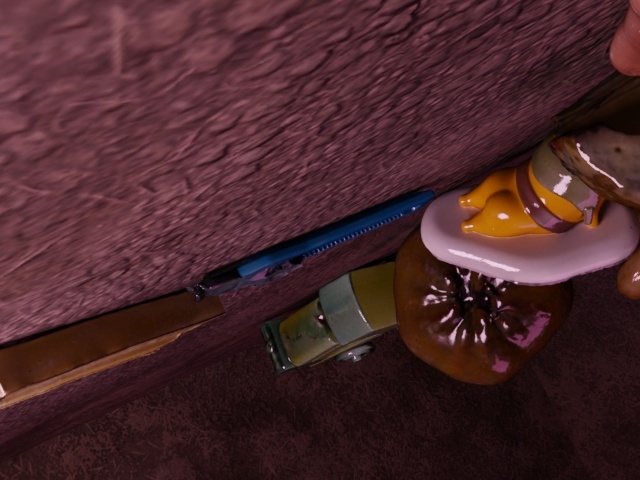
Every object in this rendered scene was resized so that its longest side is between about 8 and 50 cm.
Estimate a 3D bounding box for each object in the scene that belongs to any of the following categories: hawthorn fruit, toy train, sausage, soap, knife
[{"bbox_3d":[0.249,0.071,1.270,0.267,0.268,0.301,-28,-178,14],"label":"hawthorn fruit"},{"bbox_3d":[0.057,0.156,1.657,0.253,0.160,0.397,-11,164,-42],"label":"toy train"},{"bbox_3d":[0.190,-0.127,0.469,0.043,0.043,0.186,-28,174,14],"label":"sausage"},{"bbox_3d":[-0.191,0.092,0.693,0.092,0.037,0.252,-30,173,32],"label":"soap"},{"bbox_3d":[0.001,0.002,0.788,0.296,0.026,0.044,-22,160,-29],"label":"knife"}]

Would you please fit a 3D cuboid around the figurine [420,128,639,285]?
[{"bbox_3d":[0.233,-0.054,0.921,0.249,0.167,0.141,-6,140,8],"label":"figurine"}]

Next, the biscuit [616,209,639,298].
[{"bbox_3d":[0.445,-0.083,0.968,0.291,0.062,0.237,-65,173,32],"label":"biscuit"}]

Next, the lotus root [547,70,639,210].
[{"bbox_3d":[0.333,-0.111,0.589,0.314,0.142,0.210,-30,-175,26],"label":"lotus root"}]
